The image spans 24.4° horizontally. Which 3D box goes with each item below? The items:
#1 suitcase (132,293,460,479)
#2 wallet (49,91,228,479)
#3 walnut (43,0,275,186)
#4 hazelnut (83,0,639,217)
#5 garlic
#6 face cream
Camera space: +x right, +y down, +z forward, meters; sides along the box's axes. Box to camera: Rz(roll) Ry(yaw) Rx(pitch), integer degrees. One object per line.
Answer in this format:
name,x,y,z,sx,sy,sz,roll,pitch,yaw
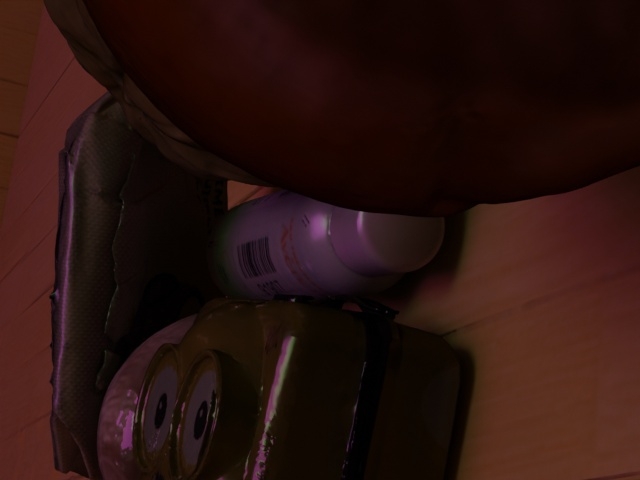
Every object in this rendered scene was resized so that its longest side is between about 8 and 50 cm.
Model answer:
suitcase,-0.027,0.141,0.855,0.194,0.143,0.235,175,108,-69
wallet,-0.119,0.030,1.100,0.275,0.068,0.335,3,-88,-67
walnut,-0.030,-0.177,0.888,0.253,0.282,0.277,37,88,26
hazelnut,0.060,-0.167,0.580,0.315,0.372,0.372,50,139,11
garlic,-0.086,0.106,0.987,0.087,0.101,0.195,-16,31,53
face cream,0.000,0.000,0.963,0.269,0.082,0.082,167,115,-69
